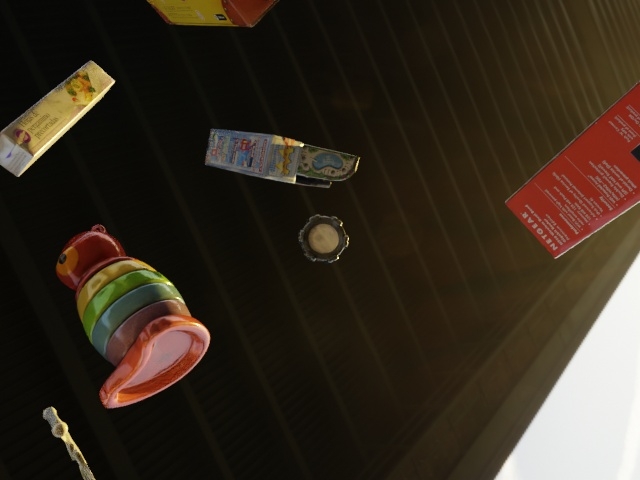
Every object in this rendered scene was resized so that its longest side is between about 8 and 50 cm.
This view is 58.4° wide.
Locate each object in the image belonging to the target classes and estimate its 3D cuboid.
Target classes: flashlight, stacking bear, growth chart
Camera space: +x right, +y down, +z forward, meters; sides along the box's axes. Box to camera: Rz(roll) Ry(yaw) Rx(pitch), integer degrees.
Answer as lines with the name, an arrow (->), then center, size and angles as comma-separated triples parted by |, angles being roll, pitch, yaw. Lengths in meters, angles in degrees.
flashlight -> 0.000, 0.000, 1.284 | 0.103, 0.304, 0.103 | -27, -91, -4
stacking bear -> -0.325, 0.096, 0.928 | 0.289, 0.175, 0.164 | 44, -164, 24
growth chart -> -0.267, 0.302, 0.680 | 0.021, 0.172, 0.237 | -28, -92, -30

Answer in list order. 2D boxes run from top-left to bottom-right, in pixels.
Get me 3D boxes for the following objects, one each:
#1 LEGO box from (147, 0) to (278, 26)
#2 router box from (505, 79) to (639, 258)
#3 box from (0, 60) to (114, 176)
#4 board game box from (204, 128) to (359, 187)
LEGO box -> -0.268, -0.591, 1.015 | 0.193, 0.500, 0.372 | -47, -55, -7
router box -> 0.385, -0.151, 0.569 | 0.335, 0.301, 0.082 | -31, -103, -33
box -> -0.484, -0.235, 1.056 | 0.063, 0.067, 0.324 | 41, -146, -21
board game box -> -0.054, -0.115, 0.833 | 0.194, 0.194, 0.060 | 9, -83, -21
